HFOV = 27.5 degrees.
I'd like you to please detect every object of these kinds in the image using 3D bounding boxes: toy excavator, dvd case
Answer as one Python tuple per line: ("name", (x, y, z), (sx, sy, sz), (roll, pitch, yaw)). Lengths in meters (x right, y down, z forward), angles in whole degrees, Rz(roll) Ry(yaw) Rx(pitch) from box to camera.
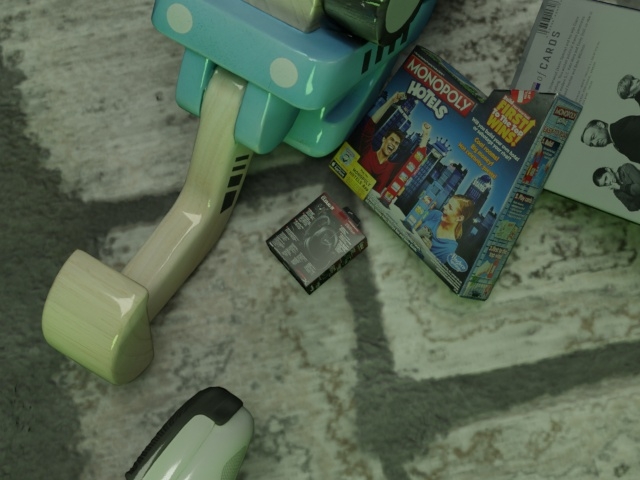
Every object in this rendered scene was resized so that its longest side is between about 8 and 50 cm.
("toy excavator", (-0.062, -0.124, 1.204), (0.222, 0.445, 0.433), (28, 37, 15))
("dvd case", (0.264, -0.116, 1.160), (0.238, 0.029, 0.179), (26, 97, 46))

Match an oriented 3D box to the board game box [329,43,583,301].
("board game box", (0.134, -0.081, 1.197), (0.194, 0.060, 0.194), (47, 109, 29))

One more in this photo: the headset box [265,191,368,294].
("headset box", (0.000, 0.000, 1.240), (0.083, 0.032, 0.062), (-40, 74, -7))

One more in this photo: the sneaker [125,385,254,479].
("sneaker", (-0.098, 0.364, 1.095), (0.257, 0.169, 0.448), (24, 85, 4))
